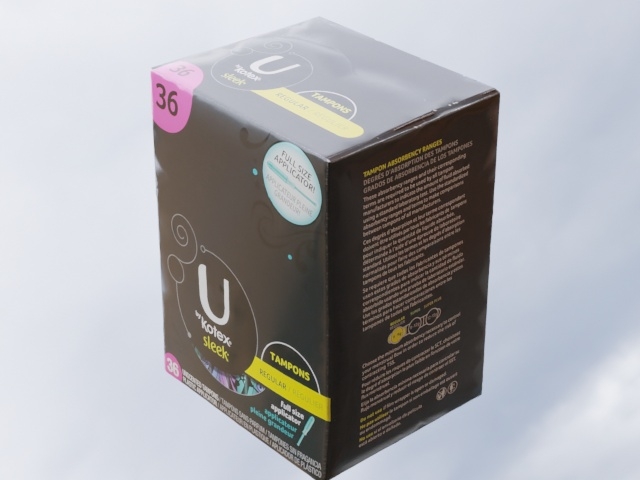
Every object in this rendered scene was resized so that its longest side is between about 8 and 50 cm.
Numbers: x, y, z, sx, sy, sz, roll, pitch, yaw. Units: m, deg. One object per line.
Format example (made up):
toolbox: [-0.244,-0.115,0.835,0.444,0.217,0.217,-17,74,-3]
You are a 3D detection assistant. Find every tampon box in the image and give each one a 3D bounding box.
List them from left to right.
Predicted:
tampon box: [0.000,0.000,0.632,0.101,0.120,0.161,-24,-53,-35]
